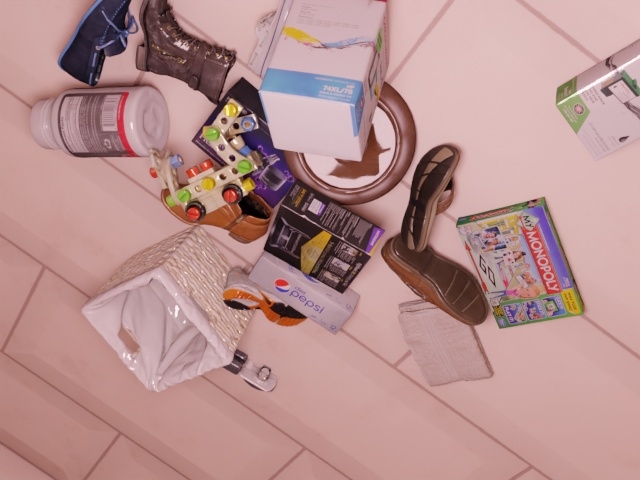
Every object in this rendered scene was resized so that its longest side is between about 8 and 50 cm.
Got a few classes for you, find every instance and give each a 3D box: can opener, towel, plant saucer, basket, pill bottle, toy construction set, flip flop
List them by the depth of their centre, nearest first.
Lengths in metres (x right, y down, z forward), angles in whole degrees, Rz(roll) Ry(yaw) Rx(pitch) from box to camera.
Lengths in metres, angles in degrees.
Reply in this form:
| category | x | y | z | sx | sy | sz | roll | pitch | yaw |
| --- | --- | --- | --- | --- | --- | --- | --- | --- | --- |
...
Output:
| category | x | y | z | sx | sy | sz | roll | pitch | yaw |
| --- | --- | --- | --- | --- | --- | --- | --- | --- | --- |
| plant saucer | 0.063 | -0.226 | 1.791 | 0.311 | 0.050 | 0.310 | 1 | 105 | 2 |
| toy construction set | -0.269 | -0.174 | 1.825 | 0.328 | 0.151 | 0.215 | -20 | 105 | 31 |
| flip flop | 0.266 | -0.097 | 1.845 | 0.080 | 0.112 | 0.277 | -1 | 119 | -27 |
| pill bottle | -0.556 | -0.295 | 1.968 | 0.319 | 0.176 | 0.176 | 2 | 123 | 20 |
| towel | 0.329 | 0.270 | 2.091 | 0.187 | 0.049 | 0.282 | -14 | 116 | 29 |
| basket | -0.407 | 0.189 | 2.179 | 0.331 | 0.266 | 0.328 | -24 | 111 | 31 |
| can opener | -0.258 | 0.376 | 2.366 | 0.280 | 0.074 | 0.093 | 33 | 128 | -2 |

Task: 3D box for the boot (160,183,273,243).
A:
| category | x | y | z | sx | sy | sz | roll | pitch | yaw |
| --- | --- | --- | --- | --- | --- | --- | --- | --- | --- |
| boot | -0.259 | -0.088 | 1.980 | 0.283 | 0.109 | 0.220 | 33 | 159 | -7 |

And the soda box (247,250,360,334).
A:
| category | x | y | z | sx | sy | sz | roll | pitch | yaw |
| --- | --- | --- | --- | --- | --- | --- | --- | --- | --- |
| soda box | -0.043 | 0.124 | 2.107 | 0.286 | 0.091 | 0.098 | 33 | 129 | -2 |

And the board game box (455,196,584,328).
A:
| category | x | y | z | sx | sy | sz | roll | pitch | yaw |
| --- | --- | --- | --- | --- | --- | --- | --- | --- | --- |
| board game box | 0.482 | 0.061 | 1.896 | 0.213 | 0.046 | 0.317 | -14 | 116 | 29 |

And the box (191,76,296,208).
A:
| category | x | y | z | sx | sy | sz | roll | pitch | yaw |
| --- | --- | --- | --- | --- | --- | --- | --- | --- | --- |
| box | -0.151 | -0.234 | 1.906 | 0.261 | 0.103 | 0.184 | 39 | 124 | -7 |

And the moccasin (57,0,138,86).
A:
| category | x | y | z | sx | sy | sz | roll | pitch | yaw |
| --- | --- | --- | --- | --- | --- | --- | --- | --- | --- |
| moccasin | -0.501 | -0.493 | 1.865 | 0.117 | 0.137 | 0.342 | 41 | 141 | -14 |

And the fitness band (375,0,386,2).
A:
| category | x | y | z | sx | sy | sz | roll | pitch | yaw |
| --- | --- | --- | --- | --- | --- | --- | --- | --- | --- |
| fitness band | 0.062 | -0.592 | 1.616 | 0.209 | 0.054 | 0.291 | 15 | 125 | 11 |

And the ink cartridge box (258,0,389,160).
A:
| category | x | y | z | sx | sy | sz | roll | pitch | yaw |
| --- | --- | --- | --- | --- | --- | --- | --- | --- | --- |
| ink cartridge box | 0.017 | -0.340 | 1.630 | 0.197 | 0.270 | 0.198 | 11 | 154 | 13 |

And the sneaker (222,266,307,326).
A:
| category | x | y | z | sx | sy | sz | roll | pitch | yaw |
| --- | --- | --- | --- | --- | --- | --- | --- | --- | --- |
| sneaker | -0.142 | 0.144 | 2.162 | 0.262 | 0.121 | 0.099 | 25 | 130 | -26 |

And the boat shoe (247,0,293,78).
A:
| category | x | y | z | sx | sy | sz | roll | pitch | yaw |
| --- | --- | --- | --- | --- | --- | --- | --- | --- | --- |
| boat shoe | -0.112 | -0.459 | 1.750 | 0.076 | 0.083 | 0.226 | 26 | 128 | 1 |

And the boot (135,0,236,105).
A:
| category | x | y | z | sx | sy | sz | roll | pitch | yaw |
| --- | --- | --- | --- | --- | --- | --- | --- | --- | --- |
| boot | -0.303 | -0.462 | 1.832 | 0.229 | 0.091 | 0.263 | 19 | 131 | 1 |

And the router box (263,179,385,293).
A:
| category | x | y | z | sx | sy | sz | roll | pitch | yaw |
| --- | --- | --- | --- | --- | --- | --- | --- | --- | --- |
| router box | 0.000 | 0.000 | 1.932 | 0.243 | 0.081 | 0.309 | 30 | 156 | 0 |

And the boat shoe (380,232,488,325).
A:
| category | x | y | z | sx | sy | sz | roll | pitch | yaw |
| --- | --- | --- | --- | --- | --- | --- | --- | --- | --- |
| boat shoe | 0.284 | 0.099 | 1.967 | 0.307 | 0.111 | 0.104 | 44 | 156 | -1 |

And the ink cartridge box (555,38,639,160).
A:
| category | x | y | z | sx | sy | sz | roll | pitch | yaw |
| --- | --- | --- | --- | --- | --- | --- | --- | --- | --- |
| ink cartridge box | 0.612 | -0.288 | 1.585 | 0.219 | 0.092 | 0.160 | -31 | 108 | 34 |
